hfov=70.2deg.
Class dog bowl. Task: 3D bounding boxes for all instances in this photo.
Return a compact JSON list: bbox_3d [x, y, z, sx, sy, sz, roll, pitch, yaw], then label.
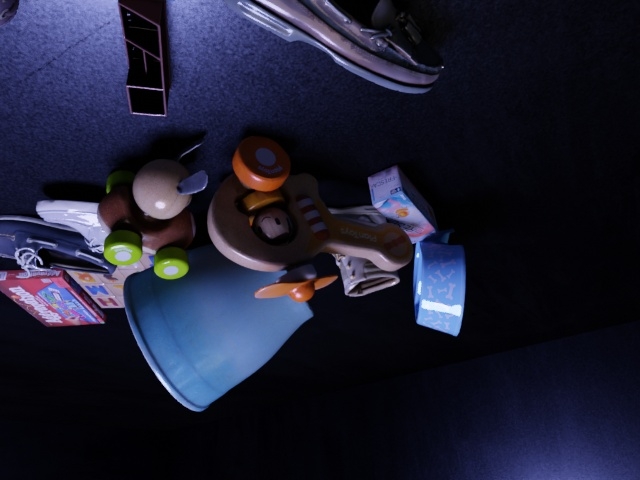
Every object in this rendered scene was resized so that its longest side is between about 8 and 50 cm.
[{"bbox_3d":[0.227,0.071,0.899,0.074,0.166,0.297,4,-165,9],"label":"dog bowl"}]

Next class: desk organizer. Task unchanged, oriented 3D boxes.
[{"bbox_3d":[-0.197,-0.205,0.513,0.047,0.050,0.130,1,150,-14],"label":"desk organizer"}]

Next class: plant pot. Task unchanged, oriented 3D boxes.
[{"bbox_3d":[-0.161,0.118,0.821,0.255,0.272,0.272,-29,150,-4],"label":"plant pot"}]

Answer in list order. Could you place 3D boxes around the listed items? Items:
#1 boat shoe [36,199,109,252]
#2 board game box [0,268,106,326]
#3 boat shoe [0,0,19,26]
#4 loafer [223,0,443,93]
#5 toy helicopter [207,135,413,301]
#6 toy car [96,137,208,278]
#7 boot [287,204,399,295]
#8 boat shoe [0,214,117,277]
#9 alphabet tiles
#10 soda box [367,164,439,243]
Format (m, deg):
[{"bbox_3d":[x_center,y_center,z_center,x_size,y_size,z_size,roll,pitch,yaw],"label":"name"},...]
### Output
[{"bbox_3d":[-0.351,-0.015,0.767,0.227,0.081,0.079,11,172,-30],"label":"boat shoe"},{"bbox_3d":[-0.620,0.139,1.063,0.144,0.027,0.281,-2,150,-6],"label":"board game box"},{"bbox_3d":[-0.311,-0.234,0.396,0.285,0.103,0.092,-14,155,20],"label":"boat shoe"},{"bbox_3d":[0.033,-0.234,0.471,0.267,0.096,0.084,12,140,-27],"label":"loafer"},{"bbox_3d":[0.000,0.000,0.717,0.354,0.235,0.140,12,146,-25],"label":"toy helicopter"},{"bbox_3d":[-0.221,-0.064,0.676,0.188,0.155,0.148,-39,139,25],"label":"toy car"},{"bbox_3d":[0.030,0.023,0.844,0.213,0.165,0.077,-7,150,-3],"label":"boot"},{"bbox_3d":[-0.488,0.019,0.806,0.254,0.079,0.095,8,145,-14],"label":"boat shoe"},{"bbox_3d":[-0.386,0.090,0.988,0.284,0.011,0.343,-2,145,2],"label":"alphabet tiles"},{"bbox_3d":[0.154,-0.060,0.828,0.058,0.063,0.183,-22,147,25],"label":"soda box"}]
